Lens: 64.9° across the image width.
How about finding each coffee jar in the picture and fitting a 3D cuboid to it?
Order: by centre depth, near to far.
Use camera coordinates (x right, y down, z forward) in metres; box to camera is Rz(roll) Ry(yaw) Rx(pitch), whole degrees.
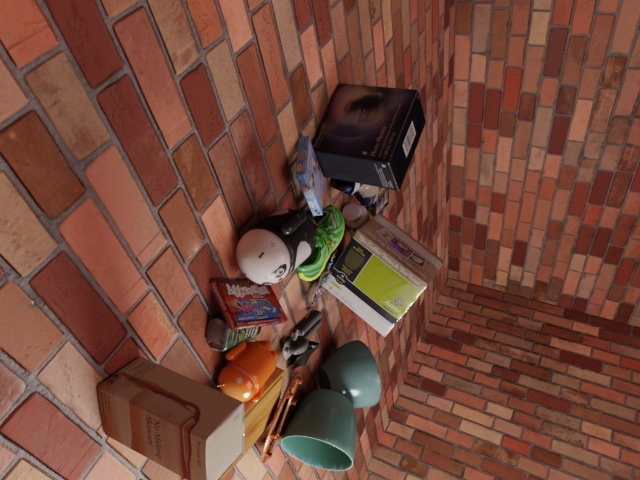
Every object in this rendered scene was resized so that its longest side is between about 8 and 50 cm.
[{"bbox_3d":[-0.241,0.248,1.444,0.184,0.079,0.096,-12,114,-63],"label":"coffee jar"}]

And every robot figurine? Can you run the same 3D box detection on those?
[{"bbox_3d":[-0.119,0.014,1.459,0.278,0.174,0.209,-42,131,-51],"label":"robot figurine"},{"bbox_3d":[-0.218,0.394,1.511,0.219,0.128,0.158,-46,155,-47],"label":"robot figurine"}]

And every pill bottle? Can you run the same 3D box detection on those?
[{"bbox_3d":[0.154,-0.090,2.063,0.184,0.103,0.103,38,69,-64],"label":"pill bottle"}]

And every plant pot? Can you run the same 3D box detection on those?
[{"bbox_3d":[0.014,0.747,2.030,0.293,0.293,0.235,78,23,-44],"label":"plant pot"},{"bbox_3d":[0.104,0.595,2.183,0.195,0.290,0.290,-8,116,-24],"label":"plant pot"}]

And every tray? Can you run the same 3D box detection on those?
[{"bbox_3d":[-0.250,0.578,1.563,0.411,0.076,0.202,-34,139,-58],"label":"tray"}]

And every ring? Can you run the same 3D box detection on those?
[{"bbox_3d":[-0.134,0.641,1.826,0.336,0.032,0.336,19,90,-82],"label":"ring"}]

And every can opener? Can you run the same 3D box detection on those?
[{"bbox_3d":[-0.059,0.356,1.883,0.280,0.093,0.074,-42,139,-57],"label":"can opener"}]

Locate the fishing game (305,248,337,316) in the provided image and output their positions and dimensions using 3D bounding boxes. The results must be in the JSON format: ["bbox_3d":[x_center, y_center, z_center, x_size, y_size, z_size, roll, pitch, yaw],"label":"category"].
[{"bbox_3d":[0.014,0.161,1.890,0.189,0.041,0.264,-45,158,-81],"label":"fishing game"}]

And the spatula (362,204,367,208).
[{"bbox_3d":[0.174,-0.067,2.205,0.084,0.030,0.296,0,104,-62],"label":"spatula"}]

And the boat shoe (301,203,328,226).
[{"bbox_3d":[-0.048,-0.059,1.690,0.223,0.073,0.080,-46,142,-48],"label":"boat shoe"}]

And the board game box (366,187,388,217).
[{"bbox_3d":[0.259,-0.181,2.303,0.170,0.048,0.141,-46,140,-46],"label":"board game box"}]

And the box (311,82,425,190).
[{"bbox_3d":[0.161,-0.355,1.708,0.296,0.294,0.182,-67,152,-18],"label":"box"}]

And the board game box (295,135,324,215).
[{"bbox_3d":[-0.030,-0.205,1.629,0.211,0.039,0.160,65,23,-53],"label":"board game box"}]

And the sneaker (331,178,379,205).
[{"bbox_3d":[0.122,-0.228,1.927,0.182,0.127,0.315,-49,152,-22],"label":"sneaker"}]

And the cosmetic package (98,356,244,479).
[{"bbox_3d":[-0.321,0.387,1.089,0.129,0.296,0.153,-36,134,-56],"label":"cosmetic package"}]

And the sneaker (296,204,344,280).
[{"bbox_3d":[0.000,0.000,1.781,0.295,0.109,0.123,-67,158,-18],"label":"sneaker"}]

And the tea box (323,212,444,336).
[{"bbox_3d":[0.242,0.131,1.983,0.220,0.329,0.323,-37,163,-53],"label":"tea box"}]

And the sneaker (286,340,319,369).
[{"bbox_3d":[-0.066,0.446,1.959,0.170,0.051,0.089,4,99,-60],"label":"sneaker"}]

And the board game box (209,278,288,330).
[{"bbox_3d":[-0.198,0.180,1.448,0.027,0.145,0.281,-36,162,17],"label":"board game box"}]
